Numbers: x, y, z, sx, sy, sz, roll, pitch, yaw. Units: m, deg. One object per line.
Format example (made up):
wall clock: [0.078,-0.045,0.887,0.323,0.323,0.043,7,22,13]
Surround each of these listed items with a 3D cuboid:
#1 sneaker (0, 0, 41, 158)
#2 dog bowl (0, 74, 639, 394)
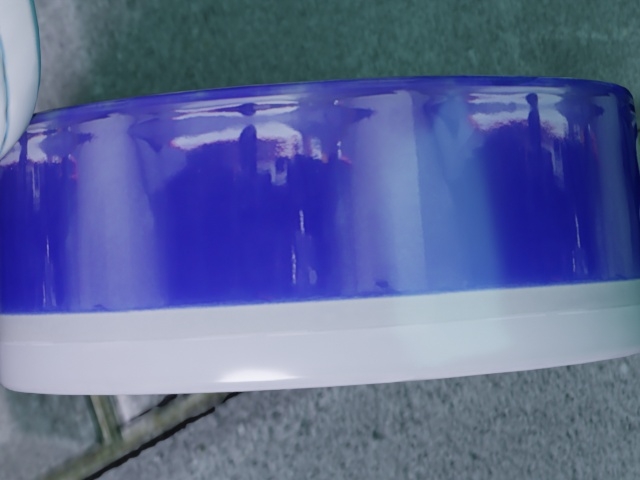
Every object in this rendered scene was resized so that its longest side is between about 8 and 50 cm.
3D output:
sneaker: [-0.214,-0.096,0.475,0.208,0.127,0.319,-47,138,-26]
dog bowl: [0.000,0.000,0.693,0.265,0.265,0.104,-3,89,-44]
